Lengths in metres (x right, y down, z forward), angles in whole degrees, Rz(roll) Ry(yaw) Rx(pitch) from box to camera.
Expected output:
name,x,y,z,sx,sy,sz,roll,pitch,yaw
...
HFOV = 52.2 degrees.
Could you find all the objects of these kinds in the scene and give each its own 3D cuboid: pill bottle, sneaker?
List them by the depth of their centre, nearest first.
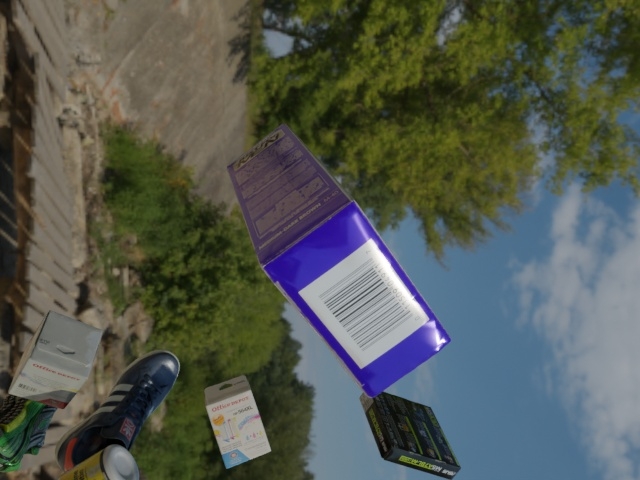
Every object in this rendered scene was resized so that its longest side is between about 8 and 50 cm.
name,x,y,z,sx,sy,sz,roll,pitch,yaw
pill bottle,-0.469,0.500,1.323,0.103,0.184,0.103,56,7,-11
sneaker,-0.444,0.405,1.503,0.131,0.350,0.148,50,-22,-24
sneaker,-0.778,0.482,1.727,0.343,0.134,0.146,-62,139,-73

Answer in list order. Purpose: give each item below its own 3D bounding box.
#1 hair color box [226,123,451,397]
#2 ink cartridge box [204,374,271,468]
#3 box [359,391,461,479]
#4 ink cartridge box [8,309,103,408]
name,x,y,z,sx,sy,sz,roll,pitch,yaw
hair color box,0.000,0.000,0.735,0.185,0.110,0.339,53,4,-24
ink cartridge box,-0.163,0.341,1.252,0.090,0.092,0.143,174,-103,-79
box,0.190,0.412,1.411,0.045,0.184,0.191,-56,-154,18
ink cartridge box,-0.576,0.262,1.424,0.176,0.128,0.127,-44,-150,39
